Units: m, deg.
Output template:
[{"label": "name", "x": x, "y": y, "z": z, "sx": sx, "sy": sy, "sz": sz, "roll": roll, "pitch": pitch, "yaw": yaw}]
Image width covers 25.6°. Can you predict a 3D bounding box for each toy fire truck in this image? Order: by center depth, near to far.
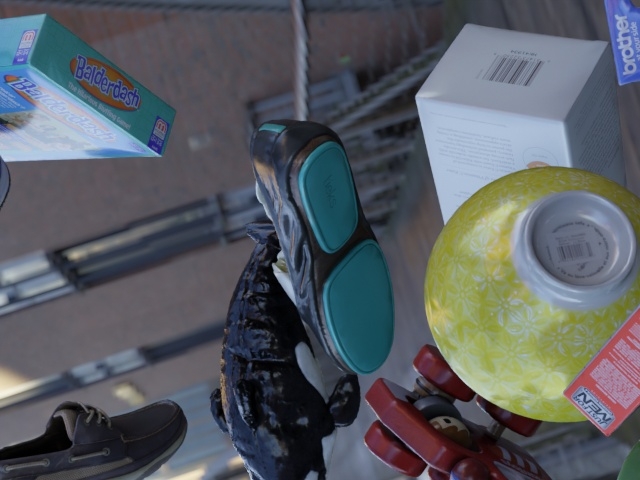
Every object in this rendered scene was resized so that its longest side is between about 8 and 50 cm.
[{"label": "toy fire truck", "x": 0.213, "y": 0.292, "z": 1.946, "sx": 0.302, "sy": 0.169, "sz": 0.254, "roll": 30, "pitch": -173, "yaw": -27}]

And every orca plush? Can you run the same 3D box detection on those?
[{"label": "orca plush", "x": -0.041, "y": 0.126, "z": 1.331, "sx": 0.102, "sy": 0.151, "sz": 0.287, "roll": -19, "pitch": -60, "yaw": -73}]

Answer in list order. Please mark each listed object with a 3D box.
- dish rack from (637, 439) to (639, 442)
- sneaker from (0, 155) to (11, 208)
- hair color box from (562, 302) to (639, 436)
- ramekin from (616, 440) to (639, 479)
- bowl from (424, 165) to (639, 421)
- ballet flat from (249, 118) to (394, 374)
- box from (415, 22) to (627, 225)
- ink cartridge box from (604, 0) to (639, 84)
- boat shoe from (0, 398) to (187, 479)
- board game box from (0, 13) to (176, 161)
[{"label": "dish rack", "x": 0.627, "y": 0.436, "z": 2.126, "sx": 0.072, "sy": 0.332, "sz": 0.286, "roll": 117, "pitch": 176, "yaw": -47}, {"label": "sneaker", "x": -0.320, "y": 0.001, "z": 1.143, "sx": 0.081, "sy": 0.080, "sz": 0.211, "roll": 105, "pitch": -178, "yaw": -66}, {"label": "hair color box", "x": 0.217, "y": 0.055, "z": 0.885, "sx": 0.043, "sy": 0.072, "sz": 0.141, "roll": 44, "pitch": 134, "yaw": 14}, {"label": "ramekin", "x": 0.413, "y": 0.355, "z": 1.456, "sx": 0.303, "sy": 0.148, "sz": 0.303, "roll": 9, "pitch": -101, "yaw": -57}, {"label": "bowl", "x": 0.258, "y": 0.031, "z": 1.490, "sx": 0.156, "sy": 0.289, "sz": 0.289, "roll": 94, "pitch": 158, "yaw": -65}, {"label": "ballet flat", "x": 0.000, "y": 0.000, "z": 1.262, "sx": 0.096, "sy": 0.095, "sz": 0.280, "roll": 26, "pitch": 144, "yaw": 39}, {"label": "box", "x": 0.287, "y": -0.101, "z": 1.936, "sx": 0.168, "sy": 0.215, "sz": 0.345, "roll": -55, "pitch": -36, "yaw": -34}, {"label": "ink cartridge box", "x": 0.369, "y": -0.233, "z": 1.082, "sx": 0.065, "sy": 0.311, "sz": 0.186, "roll": 0, "pitch": -100, "yaw": -78}, {"label": "boat shoe", "x": -0.352, "y": 0.311, "z": 2.115, "sx": 0.132, "sy": 0.355, "sz": 0.130, "roll": 7, "pitch": 116, "yaw": 48}, {"label": "board game box", "x": -0.249, "y": -0.120, "z": 1.162, "sx": 0.160, "sy": 0.210, "sz": 0.047, "roll": 37, "pitch": -118, "yaw": -48}]
